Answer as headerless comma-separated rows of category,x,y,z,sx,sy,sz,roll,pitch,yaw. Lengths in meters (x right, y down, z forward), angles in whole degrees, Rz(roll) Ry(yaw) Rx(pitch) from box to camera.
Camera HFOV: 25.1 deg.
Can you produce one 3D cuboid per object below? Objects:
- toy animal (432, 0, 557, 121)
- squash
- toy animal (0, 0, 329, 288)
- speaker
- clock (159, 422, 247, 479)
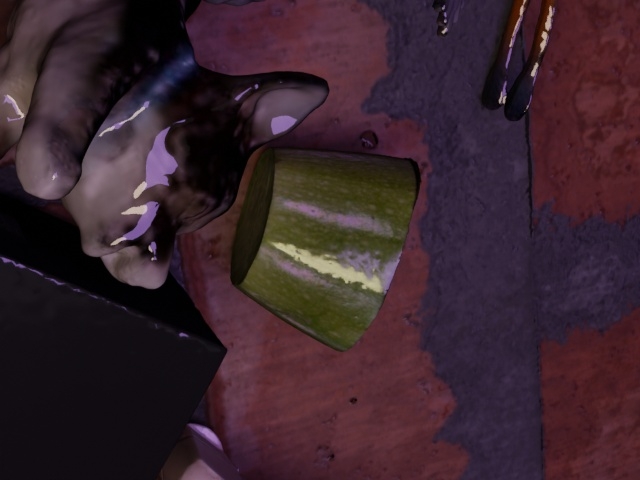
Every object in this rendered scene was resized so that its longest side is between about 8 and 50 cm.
toy animal,0.156,-0.275,1.140,0.284,0.225,0.302,27,98,-47
squash,0.000,0.000,1.166,0.123,0.170,0.170,16,99,-14
toy animal,-0.124,-0.135,0.995,0.303,0.194,0.344,8,71,-46
speaker,-0.247,0.100,1.061,0.254,0.184,0.232,25,98,-30
clock,-0.100,0.367,1.203,0.342,0.184,0.326,40,91,-10
